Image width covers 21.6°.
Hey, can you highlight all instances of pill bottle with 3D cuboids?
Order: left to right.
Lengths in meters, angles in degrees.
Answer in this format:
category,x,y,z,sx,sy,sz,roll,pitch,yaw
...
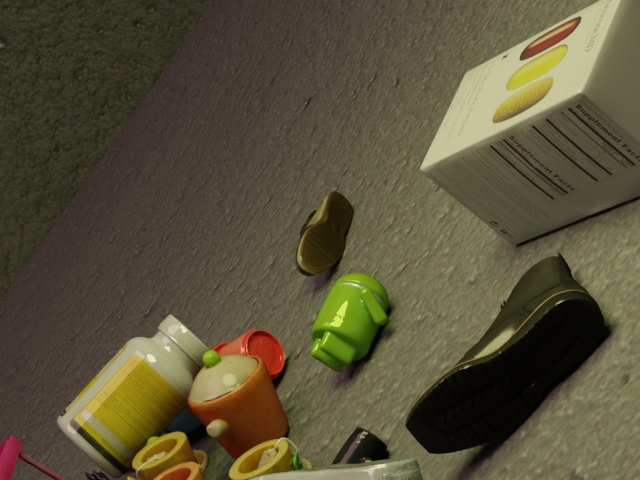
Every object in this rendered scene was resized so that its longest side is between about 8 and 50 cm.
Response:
category,x,y,z,sx,sy,sz,roll,pitch,yaw
pill bottle,-0.211,0.178,1.950,0.184,0.103,0.103,-47,18,-8

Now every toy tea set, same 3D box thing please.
category,x,y,z,sx,sy,sz,roll,pitch,yaw
toy tea set,-0.122,0.221,1.759,0.200,0.124,0.336,-30,17,-3

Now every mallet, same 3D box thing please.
category,x,y,z,sx,sy,sz,roll,pitch,yaw
mallet,0.070,0.213,1.557,0.062,0.039,0.189,-59,24,-16

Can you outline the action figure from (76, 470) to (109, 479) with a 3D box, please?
category,x,y,z,sx,sy,sz,roll,pitch,yaw
action figure,-0.292,0.355,1.899,0.164,0.275,0.141,50,126,27

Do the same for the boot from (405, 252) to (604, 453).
category,x,y,z,sx,sy,sz,roll,pitch,yaw
boot,0.161,0.100,1.500,0.198,0.077,0.137,-35,17,11

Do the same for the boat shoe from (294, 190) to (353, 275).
category,x,y,z,sx,sy,sz,roll,pitch,yaw
boat shoe,0.000,0.000,2.089,0.049,0.056,0.152,-44,10,39

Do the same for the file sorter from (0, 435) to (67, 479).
category,x,y,z,sx,sy,sz,roll,pitch,yaw
file sorter,-0.414,0.428,2.083,0.290,0.182,0.202,-41,23,35

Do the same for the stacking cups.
category,x,y,z,sx,sy,sz,roll,pitch,yaw
stacking cups,-0.162,0.189,2.069,0.316,0.096,0.096,-34,25,38

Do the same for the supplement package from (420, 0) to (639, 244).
category,x,y,z,sx,sy,sz,roll,pitch,yaw
supplement package,0.235,-0.113,1.593,0.244,0.134,0.139,-25,33,54

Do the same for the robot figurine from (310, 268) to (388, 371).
category,x,y,z,sx,sy,sz,roll,pitch,yaw
robot figurine,0.033,0.084,1.823,0.115,0.067,0.101,-63,9,-30

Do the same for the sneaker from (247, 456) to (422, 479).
category,x,y,z,sx,sy,sz,roll,pitch,yaw
sneaker,0.003,0.252,1.529,0.258,0.094,0.091,-17,79,58
